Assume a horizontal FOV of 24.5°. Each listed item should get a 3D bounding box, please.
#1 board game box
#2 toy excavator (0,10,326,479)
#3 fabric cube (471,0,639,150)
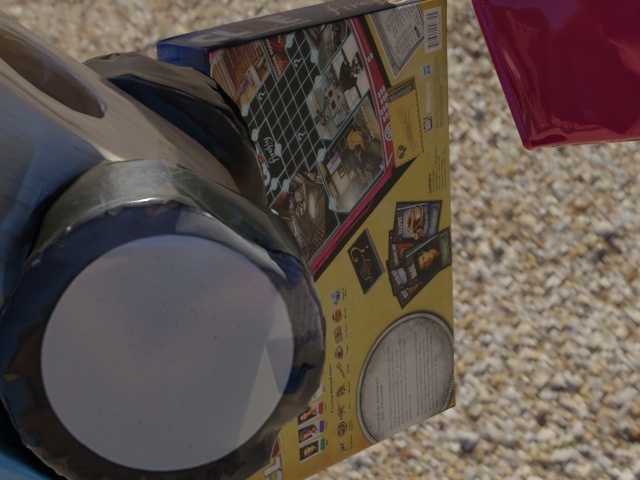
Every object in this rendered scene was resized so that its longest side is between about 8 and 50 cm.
[{"bbox_3d":[0.000,0.000,0.783,0.042,0.165,0.243,18,118,45],"label":"board game box"},{"bbox_3d":[-0.280,0.060,0.535,0.445,0.433,0.222,-53,20,10],"label":"toy excavator"},{"bbox_3d":[0.268,-0.229,1.017,0.254,0.259,0.258,-34,19,-34],"label":"fabric cube"}]
